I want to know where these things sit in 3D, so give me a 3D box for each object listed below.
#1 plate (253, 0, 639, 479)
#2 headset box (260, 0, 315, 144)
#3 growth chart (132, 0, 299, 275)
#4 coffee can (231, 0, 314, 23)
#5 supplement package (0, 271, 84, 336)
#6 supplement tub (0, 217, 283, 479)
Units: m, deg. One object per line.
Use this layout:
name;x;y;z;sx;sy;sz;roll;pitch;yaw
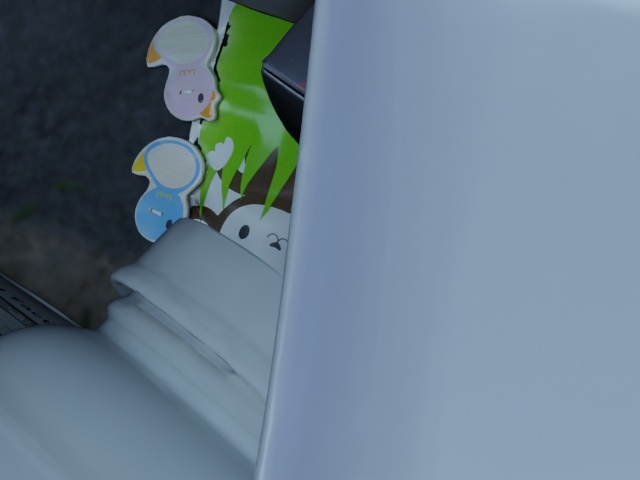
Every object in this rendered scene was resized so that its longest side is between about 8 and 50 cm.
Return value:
plate;0.126;0.032;0.414;0.278;0.045;0.277;5;76;10
headset box;0.141;-0.065;0.525;0.218;0.110;0.293;36;82;20
growth chart;0.000;0.000;0.660;0.172;0.021;0.237;5;90;17
coffee can;0.001;-0.236;0.543;0.201;0.201;0.275;36;110;14
supplement package;-0.253;0.101;0.666;0.204;0.145;0.262;32;98;15
supplement tub;-0.082;0.170;0.519;0.228;0.228;0.316;41;80;13
